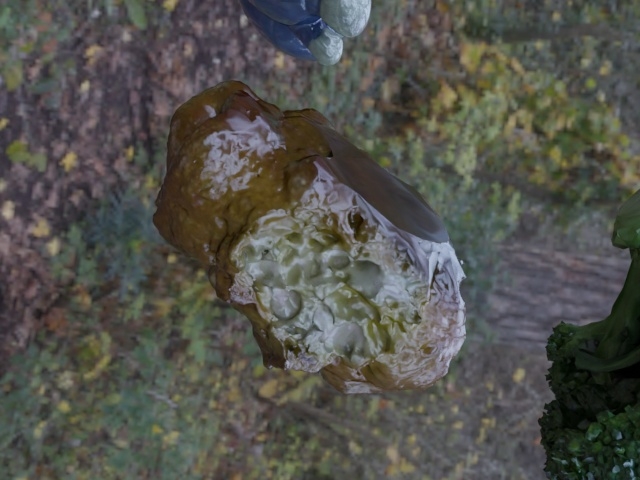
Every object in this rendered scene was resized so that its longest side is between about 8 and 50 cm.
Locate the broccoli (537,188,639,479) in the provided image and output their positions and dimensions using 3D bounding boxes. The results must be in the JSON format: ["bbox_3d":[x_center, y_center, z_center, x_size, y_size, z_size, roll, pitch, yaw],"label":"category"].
[{"bbox_3d":[0.167,0.052,0.384,0.195,0.195,0.156,-45,119,-69],"label":"broccoli"}]

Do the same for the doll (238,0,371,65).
[{"bbox_3d":[-0.023,-0.291,1.094,0.258,0.154,0.228,-9,86,-84],"label":"doll"}]

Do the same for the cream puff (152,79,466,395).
[{"bbox_3d":[0.000,0.000,0.749,0.269,0.155,0.241,55,18,9],"label":"cream puff"}]
